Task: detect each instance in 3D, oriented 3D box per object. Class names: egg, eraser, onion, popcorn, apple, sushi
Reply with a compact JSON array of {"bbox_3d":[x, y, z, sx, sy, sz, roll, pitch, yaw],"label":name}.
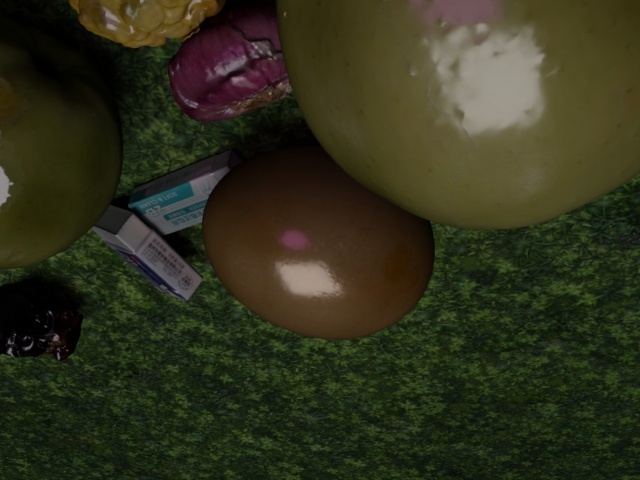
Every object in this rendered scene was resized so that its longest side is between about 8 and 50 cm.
[{"bbox_3d":[0.000,0.000,1.232,0.374,0.301,0.301,21,139,-24],"label":"egg"},{"bbox_3d":[-0.221,-0.080,1.364,0.225,0.052,0.095,-18,133,27],"label":"eraser"},{"bbox_3d":[-0.327,0.020,1.456,0.124,0.068,0.210,19,157,45],"label":"eraser"},{"bbox_3d":[-0.103,-0.259,1.045,0.230,0.230,0.163,-18,97,27],"label":"onion"},{"bbox_3d":[-0.219,-0.351,0.916,0.250,0.190,0.250,5,114,12],"label":"popcorn"},{"bbox_3d":[0.177,-0.250,0.808,0.473,0.473,0.473,4,141,3],"label":"apple"},{"bbox_3d":[-0.590,0.182,1.657,0.172,0.153,0.150,-16,150,39],"label":"sushi"},{"bbox_3d":[-0.452,-0.133,1.115,0.357,0.357,0.357,4,141,3],"label":"apple"}]
